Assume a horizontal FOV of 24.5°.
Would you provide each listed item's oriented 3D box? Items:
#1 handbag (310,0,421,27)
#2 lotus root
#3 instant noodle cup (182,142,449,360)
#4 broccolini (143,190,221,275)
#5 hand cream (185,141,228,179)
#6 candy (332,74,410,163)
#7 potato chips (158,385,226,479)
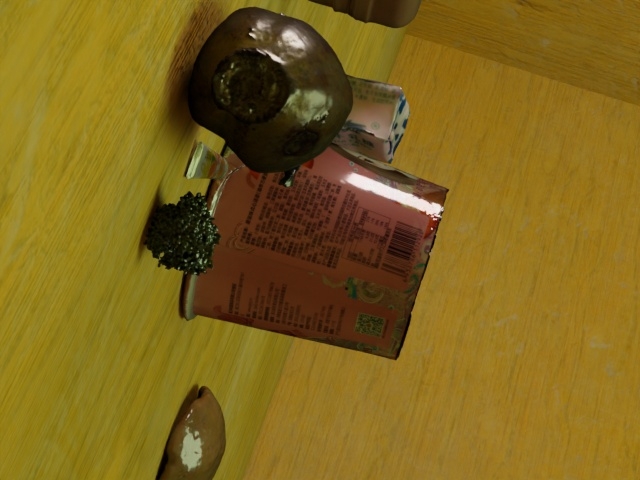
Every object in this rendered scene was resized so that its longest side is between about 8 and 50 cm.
[{"bbox_3d":[0.079,-0.397,1.502,0.283,0.149,0.302,105,6,-76],"label":"handbag"},{"bbox_3d":[-0.038,-0.119,1.181,0.123,0.124,0.241,-57,179,-1],"label":"lotus root"},{"bbox_3d":[0.000,0.000,1.551,0.243,0.231,0.243,17,90,-87],"label":"instant noodle cup"},{"bbox_3d":[-0.106,-0.001,1.274,0.216,0.058,0.067,67,38,-86],"label":"broccolini"},{"bbox_3d":[-0.102,-0.068,1.326,0.102,0.022,0.035,12,100,-82],"label":"hand cream"},{"bbox_3d":[0.014,-0.144,1.635,0.092,0.160,0.073,65,39,-75],"label":"candy"},{"bbox_3d":[-0.158,0.274,1.868,0.208,0.062,0.195,107,5,-54],"label":"potato chips"}]
